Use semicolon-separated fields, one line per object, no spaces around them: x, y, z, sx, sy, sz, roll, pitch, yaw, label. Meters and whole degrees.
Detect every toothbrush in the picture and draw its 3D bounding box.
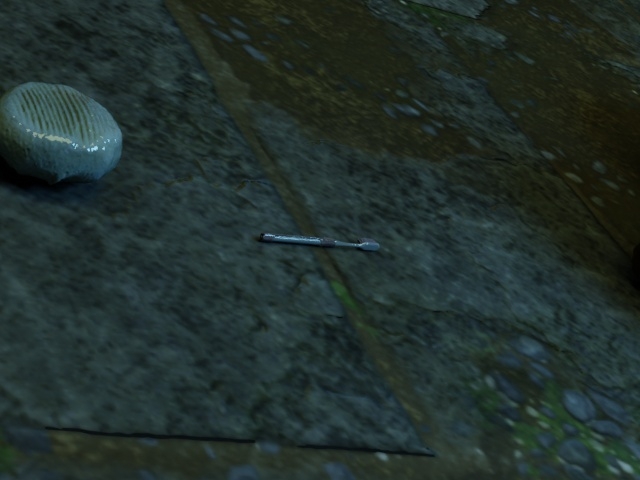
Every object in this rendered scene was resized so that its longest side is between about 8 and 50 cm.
0.000;0.000;0.943;0.097;0.006;0.008;4;34;-38;toothbrush

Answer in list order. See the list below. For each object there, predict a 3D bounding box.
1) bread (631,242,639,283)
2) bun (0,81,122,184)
0.395;-0.007;1.073;0.279;0.250;0.225;37;21;30;bread
-0.160;-0.061;0.863;0.083;0.045;0.083;19;30;-11;bun
